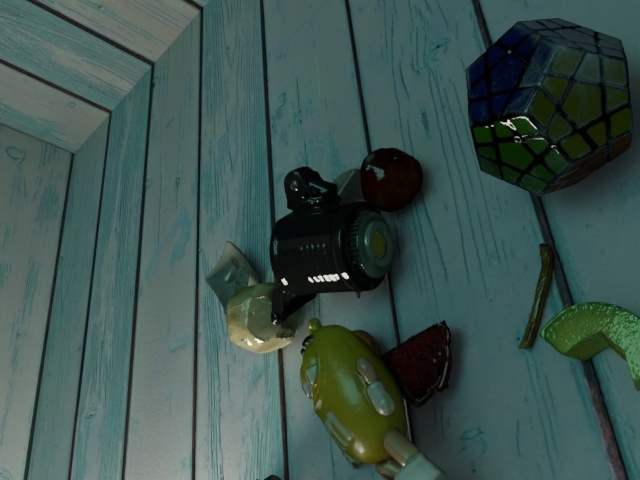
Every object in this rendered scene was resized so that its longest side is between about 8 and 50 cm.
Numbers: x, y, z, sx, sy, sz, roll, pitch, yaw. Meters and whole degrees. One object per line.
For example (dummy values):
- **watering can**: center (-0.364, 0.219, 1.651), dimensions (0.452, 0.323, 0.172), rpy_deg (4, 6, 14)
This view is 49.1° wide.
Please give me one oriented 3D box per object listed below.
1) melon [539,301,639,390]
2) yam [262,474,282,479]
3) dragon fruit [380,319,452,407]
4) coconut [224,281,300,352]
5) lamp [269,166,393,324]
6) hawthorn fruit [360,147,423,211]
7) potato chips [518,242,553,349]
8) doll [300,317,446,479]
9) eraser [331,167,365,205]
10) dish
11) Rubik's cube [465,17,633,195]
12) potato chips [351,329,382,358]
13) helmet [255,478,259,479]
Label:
- **melon**: center (0.470, 0.166, 1.130), dimensions (0.209, 0.064, 0.118), rpy_deg (38, 101, 50)
- **yam**: center (-0.134, 0.612, 1.629), dimensions (0.127, 0.084, 0.084), rpy_deg (-46, 41, 19)
- **dragon fruit**: center (0.210, 0.244, 1.408), dimensions (0.161, 0.127, 0.121), rpy_deg (-36, 83, 2)
- **coconut**: center (-0.156, 0.198, 1.798), dimensions (0.194, 0.194, 0.194), rpy_deg (-27, 52, 41)
- **lamp**: center (0.031, 0.031, 1.610), dimensions (0.272, 0.205, 0.374), rpy_deg (15, 118, 30)
- **hawthorn fruit**: center (0.158, -0.132, 1.628), dimensions (0.148, 0.148, 0.172), rpy_deg (-109, 27, -42)
- **potato chips**: center (0.398, 0.102, 1.282), dimensions (0.037, 0.026, 0.204), rpy_deg (-1, 71, 54)
- **doll**: center (0.097, 0.358, 1.338), dimensions (0.423, 0.161, 0.348), rpy_deg (25, 130, 58)
- **eraser**: center (0.011, -0.038, 1.785), dimensions (0.352, 0.089, 0.061), rpy_deg (-56, 40, 15)
- **dish**: center (-0.240, 0.116, 2.025), dimensions (0.151, 0.077, 0.212), rpy_deg (-59, 37, 13)
- **Rubik's cube**: center (0.407, -0.239, 1.251), dimensions (0.319, 0.264, 0.319), rpy_deg (-27, 52, 41)
- **potato chips**: center (0.070, 0.300, 1.554), dimensions (0.208, 0.061, 0.195), rpy_deg (-59, 34, 11)
- **helmet**: center (-0.125, 0.683, 1.454), dimensions (0.197, 0.271, 0.338), rpy_deg (15, 79, 10)
